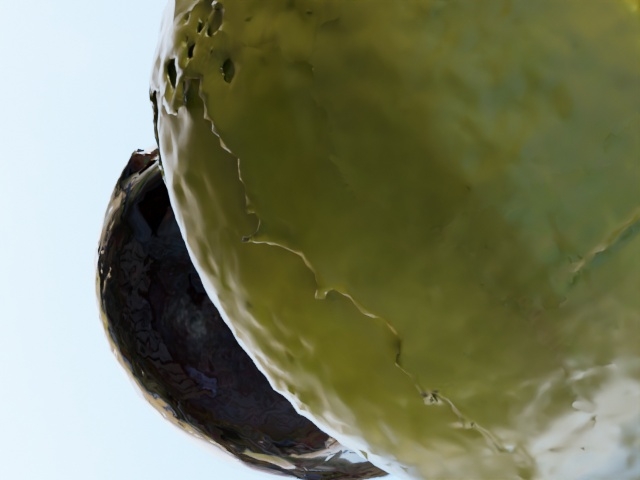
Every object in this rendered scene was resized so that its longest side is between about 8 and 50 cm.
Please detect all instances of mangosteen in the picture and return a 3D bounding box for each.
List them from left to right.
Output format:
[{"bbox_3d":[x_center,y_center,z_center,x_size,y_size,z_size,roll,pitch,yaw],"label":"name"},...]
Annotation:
[{"bbox_3d":[0.000,0.000,0.929,0.307,0.306,0.347,45,-46,46],"label":"mangosteen"}]

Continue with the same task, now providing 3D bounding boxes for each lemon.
[{"bbox_3d":[0.076,-0.041,0.533,0.297,0.297,0.297,26,-59,56],"label":"lemon"}]
